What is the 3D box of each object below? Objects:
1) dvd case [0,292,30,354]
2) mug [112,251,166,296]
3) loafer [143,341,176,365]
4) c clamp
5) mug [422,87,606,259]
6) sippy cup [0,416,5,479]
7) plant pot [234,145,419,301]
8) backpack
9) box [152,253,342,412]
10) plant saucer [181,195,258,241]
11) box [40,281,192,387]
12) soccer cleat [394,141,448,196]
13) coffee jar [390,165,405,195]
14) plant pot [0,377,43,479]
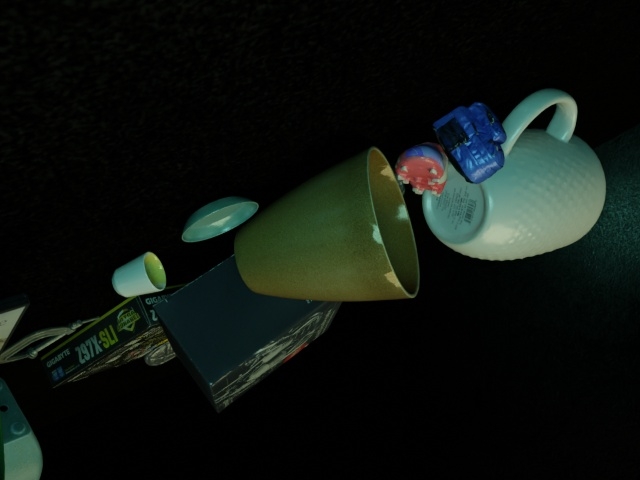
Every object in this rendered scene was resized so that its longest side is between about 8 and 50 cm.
[{"bbox_3d":[-0.519,0.163,0.740,0.180,0.022,0.253,-20,161,-51],"label":"dvd case"},{"bbox_3d":[-0.277,0.058,0.833,0.064,0.062,0.078,-20,165,8],"label":"mug"},{"bbox_3d":[-0.356,0.229,1.502,0.303,0.095,0.109,-27,141,-25],"label":"loafer"},{"bbox_3d":[-0.509,0.187,1.001,0.161,0.022,0.137,-29,170,11],"label":"c clamp"},{"bbox_3d":[0.398,-0.132,1.122,0.328,0.276,0.373,-10,132,-36],"label":"mug"},{"bbox_3d":[-0.410,0.133,0.458,0.224,0.305,0.240,-9,-153,-29],"label":"sippy cup"},{"bbox_3d":[0.000,0.000,0.868,0.255,0.236,0.237,-14,175,19],"label":"plant pot"},{"bbox_3d":[0.256,-0.160,0.903,0.101,0.120,0.098,-32,168,30],"label":"backpack"},{"bbox_3d":[-0.133,0.161,1.095,0.313,0.179,0.343,-34,164,-20],"label":"box"},{"bbox_3d":[-0.148,-0.035,0.789,0.119,0.021,0.119,-26,171,-5],"label":"plant saucer"},{"bbox_3d":[-0.397,0.196,1.185,0.322,0.079,0.257,-31,171,25],"label":"box"},{"bbox_3d":[0.183,-0.140,0.952,0.083,0.095,0.248,8,177,18],"label":"soccer cleat"},{"bbox_3d":[0.099,-0.076,1.053,0.096,0.079,0.184,-25,171,-7],"label":"coffee jar"},{"bbox_3d":[-0.707,0.417,1.079,0.248,0.247,0.252,-13,146,-55],"label":"plant pot"}]
